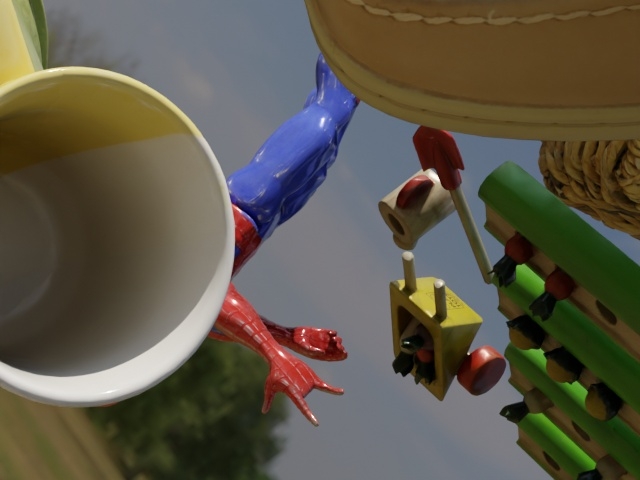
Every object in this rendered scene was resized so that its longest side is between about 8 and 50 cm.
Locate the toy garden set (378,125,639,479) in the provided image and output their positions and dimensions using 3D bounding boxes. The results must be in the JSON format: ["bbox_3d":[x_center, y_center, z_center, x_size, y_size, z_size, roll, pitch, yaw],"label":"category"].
[{"bbox_3d":[0.090,0.050,0.955,0.204,0.049,0.244,43,-18,33],"label":"toy garden set"}]

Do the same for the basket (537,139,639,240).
[{"bbox_3d":[0.310,-0.088,1.204,0.223,0.299,0.213,179,-85,-67],"label":"basket"}]

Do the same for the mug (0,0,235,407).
[{"bbox_3d":[-0.056,-0.007,0.383,0.062,0.078,0.064,14,-9,-26],"label":"mug"}]

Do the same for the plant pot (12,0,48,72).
[{"bbox_3d":[-0.253,-0.055,1.089,0.276,0.276,0.254,59,-7,-35],"label":"plant pot"}]

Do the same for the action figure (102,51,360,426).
[{"bbox_3d":[0.000,0.000,0.938,0.139,0.280,0.091,41,-24,11],"label":"action figure"}]

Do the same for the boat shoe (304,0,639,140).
[{"bbox_3d":[0.145,-0.117,0.436,0.110,0.341,0.122,47,31,-59],"label":"boat shoe"}]
